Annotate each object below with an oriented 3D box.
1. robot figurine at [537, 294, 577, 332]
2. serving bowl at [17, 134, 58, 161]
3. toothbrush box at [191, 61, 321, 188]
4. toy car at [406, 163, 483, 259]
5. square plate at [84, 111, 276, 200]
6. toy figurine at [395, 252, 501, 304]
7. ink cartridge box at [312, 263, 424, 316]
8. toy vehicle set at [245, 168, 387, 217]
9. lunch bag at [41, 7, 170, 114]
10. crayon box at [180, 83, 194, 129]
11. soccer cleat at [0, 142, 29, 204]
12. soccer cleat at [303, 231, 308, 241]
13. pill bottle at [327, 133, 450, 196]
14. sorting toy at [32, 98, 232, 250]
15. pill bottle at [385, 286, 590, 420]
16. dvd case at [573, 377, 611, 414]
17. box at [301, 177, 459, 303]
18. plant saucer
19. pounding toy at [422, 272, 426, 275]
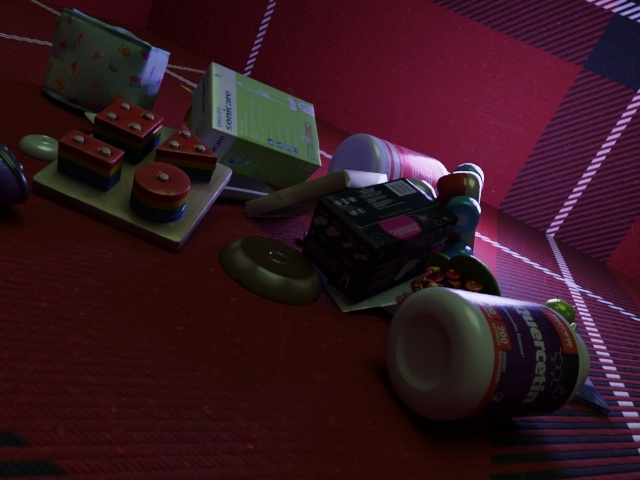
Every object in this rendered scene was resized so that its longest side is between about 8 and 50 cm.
[{"bbox_3d":[0.501,0.176,1.066,0.101,0.115,0.067,30,20,12],"label":"robot figurine"},{"bbox_3d":[-0.520,-0.179,0.929,0.083,0.027,0.083,23,20,-9],"label":"serving bowl"},{"bbox_3d":[-0.153,-0.264,1.175,0.283,0.122,0.206,14,54,-34],"label":"toothbrush box"},{"bbox_3d":[0.235,-0.060,1.117,0.237,0.210,0.219,8,32,17],"label":"toy car"},{"bbox_3d":[-0.320,-0.182,1.141,0.347,0.049,0.344,2,30,-48],"label":"square plate"},{"bbox_3d":[0.201,0.103,0.883,0.159,0.130,0.173,-22,36,-25],"label":"toy figurine"},{"bbox_3d":[0.101,0.091,0.991,0.224,0.056,0.181,-7,34,-25],"label":"ink cartridge box"},{"bbox_3d":[-0.009,-0.095,1.064,0.266,0.035,0.166,-14,-6,35],"label":"toy vehicle set"},{"bbox_3d":[-0.544,-0.425,1.227,0.262,0.224,0.160,23,14,-2],"label":"lunch bag"},{"bbox_3d":[-0.253,-0.297,1.338,0.322,0.083,0.203,30,8,-23],"label":"crayon box"},{"bbox_3d":[-0.554,-0.123,0.676,0.318,0.109,0.116,29,41,5],"label":"soccer cleat"},{"bbox_3d":[0.000,0.000,1.098,0.083,0.029,0.036,14,27,-17],"label":"soccer cleat"},{"bbox_3d":[0.239,-0.164,1.493,0.407,0.229,0.229,10,25,-35],"label":"pill bottle"},{"bbox_3d":[-0.309,-0.135,0.874,0.255,0.089,0.257,24,37,-4],"label":"sorting toy"},{"bbox_3d":[0.269,0.176,0.754,0.322,0.182,0.181,11,24,-33],"label":"pill bottle"},{"bbox_3d":[0.493,0.261,1.045,0.164,0.018,0.221,24,20,-3],"label":"dvd case"},{"bbox_3d":[0.115,-0.009,0.959,0.247,0.142,0.163,-17,48,-40],"label":"box"},{"bbox_3d":[-0.081,0.043,0.886,0.198,0.036,0.199,22,21,-9],"label":"plant saucer"},{"bbox_3d":[0.278,0.001,1.237,0.269,0.155,0.154,1,29,-43],"label":"pounding toy"}]
